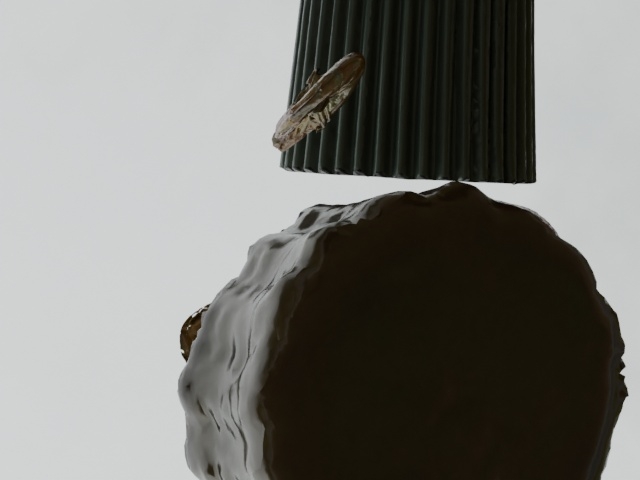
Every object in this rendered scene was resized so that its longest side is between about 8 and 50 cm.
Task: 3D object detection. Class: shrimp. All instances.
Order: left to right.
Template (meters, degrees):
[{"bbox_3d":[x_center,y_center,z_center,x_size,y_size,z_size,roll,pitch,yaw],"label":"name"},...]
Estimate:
[{"bbox_3d":[-0.010,-0.122,1.237,0.045,0.162,0.095,38,-136,-9],"label":"shrimp"}]

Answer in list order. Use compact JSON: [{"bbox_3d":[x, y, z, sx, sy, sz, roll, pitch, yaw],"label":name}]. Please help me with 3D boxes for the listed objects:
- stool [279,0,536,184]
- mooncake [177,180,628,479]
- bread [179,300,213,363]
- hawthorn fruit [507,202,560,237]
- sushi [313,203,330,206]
[{"bbox_3d":[0.111,-0.235,1.468,0.297,0.297,0.330,1,-86,-34],"label":"stool"},{"bbox_3d":[0.061,0.119,0.983,0.324,0.187,0.324,2,-94,-30],"label":"mooncake"},{"bbox_3d":[-0.068,0.121,1.533,0.190,0.114,0.132,-25,-116,-4],"label":"bread"},{"bbox_3d":[0.207,0.093,1.795,0.275,0.300,0.275,12,-134,-13],"label":"hawthorn fruit"},{"bbox_3d":[0.000,0.000,1.698,0.056,0.085,0.083,18,-77,2],"label":"sushi"}]
